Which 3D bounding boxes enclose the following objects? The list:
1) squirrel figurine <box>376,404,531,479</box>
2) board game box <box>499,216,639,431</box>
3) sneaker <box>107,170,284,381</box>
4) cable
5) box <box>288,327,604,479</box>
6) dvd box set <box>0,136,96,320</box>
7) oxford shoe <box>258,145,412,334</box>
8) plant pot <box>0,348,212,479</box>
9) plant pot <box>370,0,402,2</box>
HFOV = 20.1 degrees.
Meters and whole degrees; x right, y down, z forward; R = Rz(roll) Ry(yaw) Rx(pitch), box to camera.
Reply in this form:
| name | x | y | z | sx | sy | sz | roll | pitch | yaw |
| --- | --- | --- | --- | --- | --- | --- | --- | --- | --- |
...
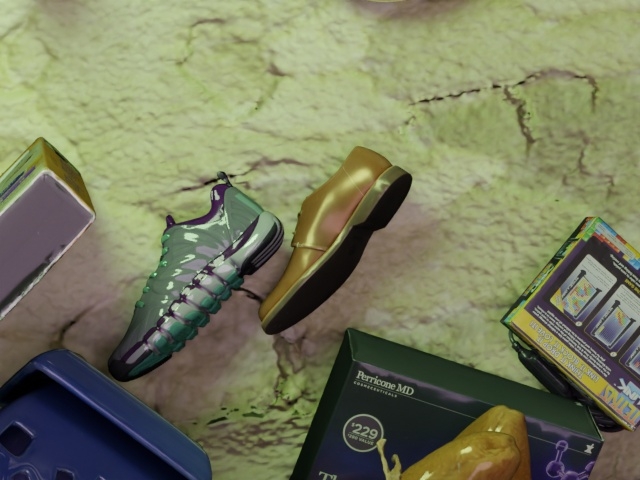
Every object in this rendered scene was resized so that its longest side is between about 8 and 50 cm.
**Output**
| name | x | y | z | sx | sy | sz | roll | pitch | yaw |
| --- | --- | --- | --- | --- | --- | --- | --- | --- | --- |
| squirrel figurine | 0.037 | 0.329 | 1.545 | 0.397 | 0.370 | 0.281 | -36 | 68 | 23 |
| board game box | 0.288 | 0.083 | 1.796 | 0.170 | 0.048 | 0.141 | 42 | 85 | -7 |
| sneaker | -0.142 | 0.037 | 1.776 | 0.224 | 0.083 | 0.098 | -44 | 77 | -6 |
| cable | 0.292 | 0.108 | 1.845 | 0.184 | 0.047 | 0.150 | 43 | 83 | -6 |
| box | 0.120 | 0.219 | 1.781 | 0.261 | 0.103 | 0.184 | 18 | 103 | -8 |
| dvd box set | -0.325 | 0.048 | 1.569 | 0.062 | 0.420 | 0.307 | 44 | 88 | -11 |
| oxford shoe | 0.000 | 0.000 | 1.794 | 0.076 | 0.076 | 0.212 | 38 | 92 | 22 |
| plant pot | -0.246 | 0.244 | 1.683 | 0.236 | 0.236 | 0.212 | 37 | 66 | -8 |
| plant pot | 0.062 | -0.353 | 1.782 | 0.236 | 0.032 | 0.236 | -1 | 94 | -8 |
